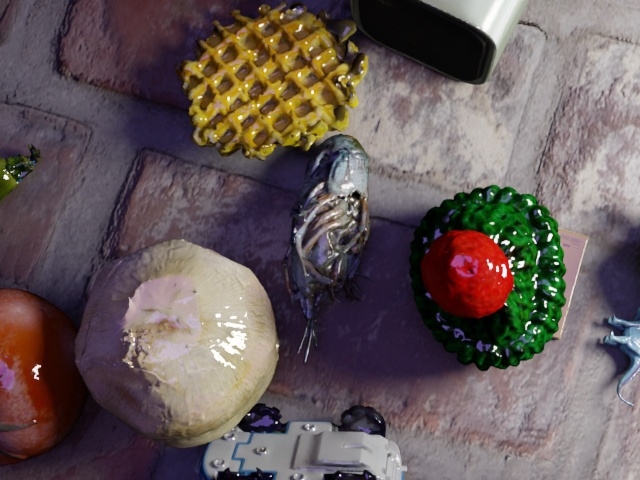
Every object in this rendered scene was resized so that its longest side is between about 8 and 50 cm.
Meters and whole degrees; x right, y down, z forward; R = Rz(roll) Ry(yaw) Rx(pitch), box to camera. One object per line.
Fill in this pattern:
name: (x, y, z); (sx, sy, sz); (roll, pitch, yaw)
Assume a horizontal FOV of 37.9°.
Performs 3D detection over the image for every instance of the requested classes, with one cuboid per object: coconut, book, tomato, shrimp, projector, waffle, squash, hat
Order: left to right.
squash: (-0.609, -0.060, 1.544); (0.331, 0.087, 0.087); (-33, 80, -3)
tomato: (-0.478, 0.199, 1.408); (0.264, 0.265, 0.265); (-1, 81, 4)
coconut: (-0.209, 0.145, 1.362); (0.297, 0.255, 0.297); (-1, 57, 2)
waffle: (-0.074, -0.258, 1.516); (0.329, 0.062, 0.329); (-3, 65, 7)
shrimp: (0.000, -0.002, 1.440); (0.137, 0.172, 0.372); (-14, 61, 34)
projector: (0.209, -0.424, 1.453); (0.248, 0.248, 0.249); (27, 84, 9)
hat: (0.237, 0.042, 1.326); (0.242, 0.332, 0.274); (-25, 76, 9)
book: (0.348, 0.059, 1.485); (0.118, 0.012, 0.172); (17, 82, 8)

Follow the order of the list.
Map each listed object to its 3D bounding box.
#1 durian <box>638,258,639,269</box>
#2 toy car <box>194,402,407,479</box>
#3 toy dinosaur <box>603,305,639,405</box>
durian: (0.566, 0.030, 1.406); (0.146, 0.159, 0.198); (-2, 48, -6)
toy car: (-0.028, 0.361, 1.392); (0.314, 0.198, 0.166); (-1, 112, 6)
toy dinosaur: (0.482, 0.156, 1.442); (0.080, 0.045, 0.198); (15, 73, 2)
